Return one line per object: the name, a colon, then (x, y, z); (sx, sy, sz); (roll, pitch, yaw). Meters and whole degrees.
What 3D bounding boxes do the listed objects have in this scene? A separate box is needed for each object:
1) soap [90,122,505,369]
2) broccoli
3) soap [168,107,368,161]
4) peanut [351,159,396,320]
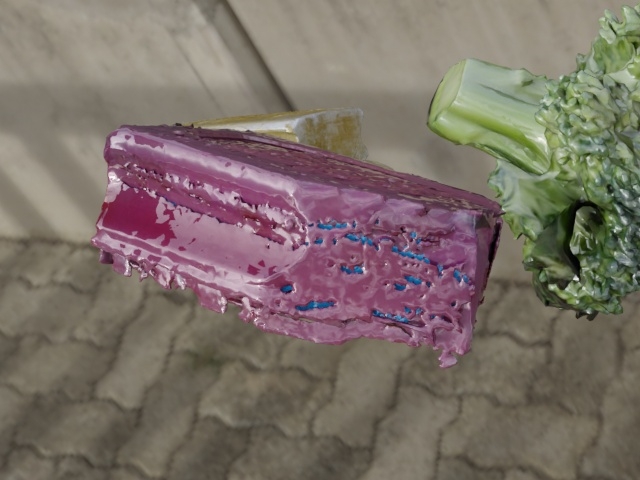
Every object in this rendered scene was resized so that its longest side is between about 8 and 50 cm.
soap: (0.000, 0.000, 0.912); (0.250, 0.162, 0.099); (19, 102, 34)
broccoli: (0.280, -0.090, 1.471); (0.318, 0.277, 0.338); (1, 57, -23)
soap: (-0.077, -0.108, 1.686); (0.232, 0.073, 0.140); (-1, 8, 37)
peanut: (0.054, 0.011, 1.785); (0.111, 0.274, 0.125); (-29, 58, -26)
